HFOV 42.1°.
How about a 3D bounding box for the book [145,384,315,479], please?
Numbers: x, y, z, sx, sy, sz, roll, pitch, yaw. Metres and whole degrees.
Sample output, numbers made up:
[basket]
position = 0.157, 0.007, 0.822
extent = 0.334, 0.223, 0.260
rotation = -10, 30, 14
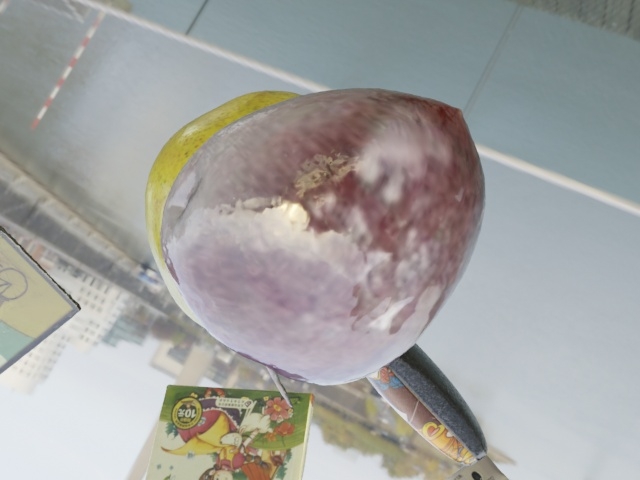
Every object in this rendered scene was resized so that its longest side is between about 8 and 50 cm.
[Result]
[book]
position = -0.138, 0.353, 1.115
extent = 0.228, 0.322, 0.018
rotation = 0, 153, 18

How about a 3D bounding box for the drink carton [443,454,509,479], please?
[drink carton]
position = 0.196, 0.445, 1.302
extent = 0.134, 0.222, 0.102
rotation = -13, -127, -48

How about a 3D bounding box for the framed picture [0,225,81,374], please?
[framed picture]
position = -0.514, 0.098, 1.084
extent = 0.244, 0.324, 0.013
rotation = 49, -171, -16

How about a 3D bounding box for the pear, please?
[pear]
position = -0.071, -0.030, 0.961
extent = 0.294, 0.294, 0.294
rotation = 27, 170, 5

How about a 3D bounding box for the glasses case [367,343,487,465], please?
[glasses case]
position = 0.131, 0.201, 1.157
extent = 0.321, 0.082, 0.122
rotation = 48, -171, -31

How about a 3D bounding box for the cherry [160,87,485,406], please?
[cherry]
position = 0.000, 0.000, 0.593
extent = 0.213, 0.266, 0.183
rotation = 26, -155, -42
